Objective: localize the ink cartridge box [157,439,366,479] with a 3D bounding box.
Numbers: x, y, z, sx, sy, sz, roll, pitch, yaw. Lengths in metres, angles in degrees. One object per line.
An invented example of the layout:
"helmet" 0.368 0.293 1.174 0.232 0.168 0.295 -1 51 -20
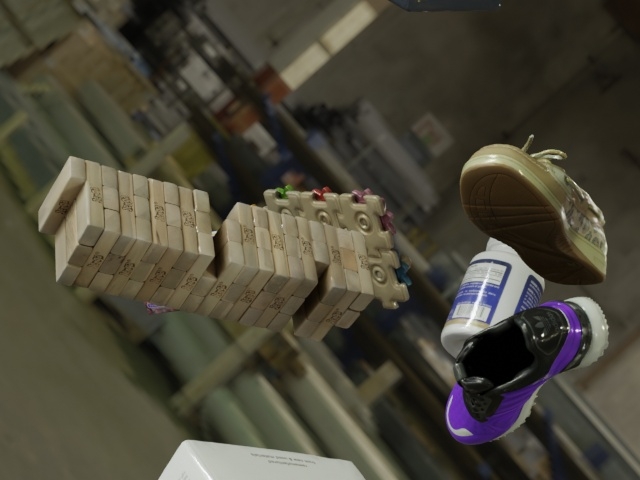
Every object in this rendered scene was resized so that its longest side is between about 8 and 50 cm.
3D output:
"ink cartridge box" -0.018 0.276 1.035 0.168 0.171 0.233 15 25 -44

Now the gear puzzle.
"gear puzzle" 0.000 0.000 2.240 0.339 0.044 0.176 5 -61 48

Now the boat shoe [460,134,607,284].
"boat shoe" 0.231 -0.040 1.685 0.104 0.089 0.285 1 -23 29

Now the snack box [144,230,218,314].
"snack box" -0.176 0.043 2.084 0.037 0.141 0.100 -77 152 -52

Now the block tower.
"block tower" -0.113 0.015 1.598 0.335 0.091 0.097 15 43 -26

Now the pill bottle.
"pill bottle" 0.249 0.078 2.191 0.112 0.187 0.112 20 -26 10

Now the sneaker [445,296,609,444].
"sneaker" 0.208 0.161 1.912 0.146 0.293 0.102 -6 60 -36

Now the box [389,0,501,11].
"box" 0.117 -0.511 2.030 0.179 0.343 0.312 -9 34 -41
